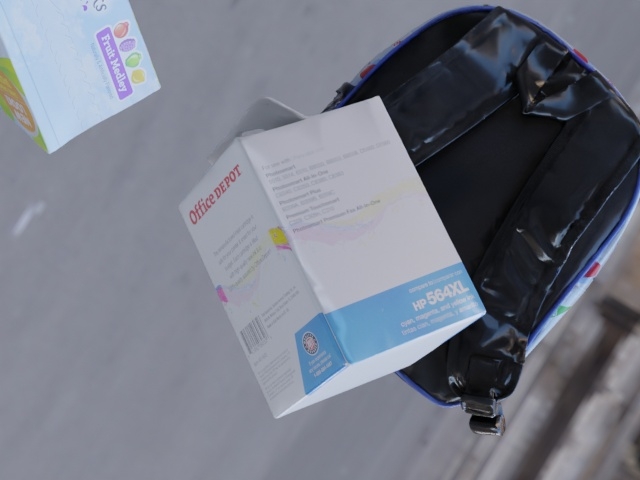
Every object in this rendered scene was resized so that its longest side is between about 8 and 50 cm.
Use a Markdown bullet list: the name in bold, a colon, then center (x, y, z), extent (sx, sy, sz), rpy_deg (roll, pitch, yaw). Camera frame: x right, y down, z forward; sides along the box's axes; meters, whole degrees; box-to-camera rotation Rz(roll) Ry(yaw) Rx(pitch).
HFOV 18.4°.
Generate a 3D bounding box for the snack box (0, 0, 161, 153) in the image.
- **snack box**: center (-0.172, -0.162, 0.920), extent (0.070, 0.207, 0.174), rpy_deg (-32, 134, -16)

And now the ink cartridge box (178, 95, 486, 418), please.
- **ink cartridge box**: center (0.000, 0.000, 1.001), extent (0.090, 0.143, 0.092), rpy_deg (-19, 168, -30)

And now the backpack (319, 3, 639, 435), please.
- **backpack**: center (0.113, -0.041, 1.487), extent (0.263, 0.276, 0.213), rpy_deg (-46, -177, 14)
